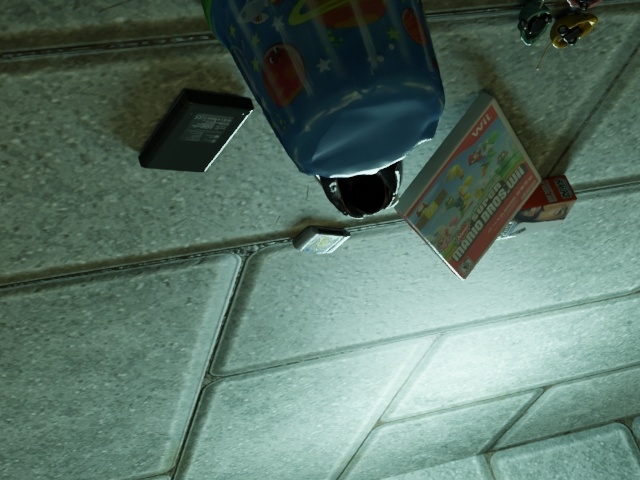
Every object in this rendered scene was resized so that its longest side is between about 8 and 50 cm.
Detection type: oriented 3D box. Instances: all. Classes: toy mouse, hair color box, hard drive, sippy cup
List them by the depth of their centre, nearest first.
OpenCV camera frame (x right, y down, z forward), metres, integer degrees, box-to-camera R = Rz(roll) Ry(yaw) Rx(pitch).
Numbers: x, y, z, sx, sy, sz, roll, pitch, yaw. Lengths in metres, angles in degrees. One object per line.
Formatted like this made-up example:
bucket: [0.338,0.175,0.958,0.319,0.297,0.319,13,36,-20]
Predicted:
sippy cup: [0.016,-0.194,1.141,0.240,0.224,0.305,-34,151,28]
toy mouse: [0.293,-0.287,1.369,0.161,0.031,0.143,-35,150,27]
hard drive: [-0.154,-0.131,1.371,0.094,0.022,0.135,2,146,-37]
hair color box: [0.322,-0.049,1.819,0.167,0.053,0.093,-12,152,-18]

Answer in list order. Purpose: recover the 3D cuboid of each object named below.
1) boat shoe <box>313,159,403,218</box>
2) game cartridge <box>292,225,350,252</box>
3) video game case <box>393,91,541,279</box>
boat shoe: [0.049,-0.080,1.454,0.127,0.158,0.340,-25,153,10]
game cartridge: [0.000,0.000,1.736,0.083,0.017,0.056,5,148,-40]
video game case: [0.222,-0.070,1.625,0.204,0.025,0.285,-52,148,-2]
